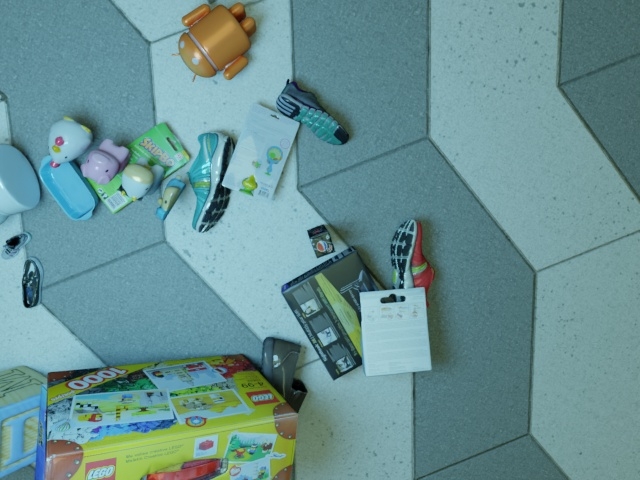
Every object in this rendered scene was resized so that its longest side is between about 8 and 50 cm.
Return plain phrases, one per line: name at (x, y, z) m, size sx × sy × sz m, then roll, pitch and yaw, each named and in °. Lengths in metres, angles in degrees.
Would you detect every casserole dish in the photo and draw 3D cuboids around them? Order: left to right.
casserole dish at (-0.663, -0.142, 1.224) m, size 0.114 × 0.037 × 0.188 m, roll -28°, pitch 101°, yaw 23°

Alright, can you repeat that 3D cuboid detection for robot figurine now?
robot figurine at (-0.265, -0.502, 1.171) m, size 0.219 × 0.128 × 0.158 m, roll -37°, pitch 137°, yaw 1°

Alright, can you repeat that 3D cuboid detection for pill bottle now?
pill bottle at (-0.921, -0.107, 1.140) m, size 0.362 × 0.204 × 0.204 m, roll -17°, pitch 99°, yaw -3°

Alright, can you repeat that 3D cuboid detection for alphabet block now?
alphabet block at (-0.816, 0.466, 1.204) m, size 0.197 × 0.193 × 0.192 m, roll 13°, pitch 98°, yaw 27°

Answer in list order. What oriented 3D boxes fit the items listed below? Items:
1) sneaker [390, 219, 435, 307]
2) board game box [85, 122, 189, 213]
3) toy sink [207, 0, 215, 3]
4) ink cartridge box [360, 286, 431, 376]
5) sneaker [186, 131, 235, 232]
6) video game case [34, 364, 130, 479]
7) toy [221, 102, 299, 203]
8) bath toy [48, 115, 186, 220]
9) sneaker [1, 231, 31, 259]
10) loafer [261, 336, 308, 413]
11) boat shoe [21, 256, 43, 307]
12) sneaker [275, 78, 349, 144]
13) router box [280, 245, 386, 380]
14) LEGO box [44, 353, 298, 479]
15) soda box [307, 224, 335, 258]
sneaker at (0.273, 0.073, 1.328) m, size 0.119 × 0.107 × 0.278 m, roll -5°, pitch 105°, yaw -19°
board game box at (-0.491, -0.196, 1.246) m, size 0.260 × 0.039 × 0.124 m, roll -34°, pitch 100°, yaw 4°
toy sink at (-0.231, -0.728, 1.129) m, size 0.234 × 0.153 × 0.131 m, roll -37°, pitch 99°, yaw 3°
ink cartridge box at (0.205, 0.253, 1.285) m, size 0.189 × 0.066 × 0.232 m, roll -4°, pitch 84°, yaw -5°
sneaker at (-0.306, -0.157, 1.249) m, size 0.110 × 0.107 × 0.275 m, roll 13°, pitch 93°, yaw 13°
video game case at (-0.625, 0.495, 1.250) m, size 0.061 × 0.244 × 0.269 m, roll 14°, pitch 99°, yaw 38°
toy at (-0.163, -0.233, 1.250) m, size 0.137 × 0.056 × 0.237 m, roll 21°, pitch 84°, yaw -15°
bath toy at (-0.521, -0.179, 1.152) m, size 0.349 × 0.151 × 0.128 m, roll 28°, pitch 80°, yaw -6°
sneaker at (-0.831, 0.017, 1.233) m, size 0.038 × 0.069 × 0.098 m, roll 43°, pitch 93°, yaw -9°
loafer at (-0.100, 0.459, 1.323) m, size 0.130 × 0.134 × 0.365 m, roll -2°, pitch 99°, yaw -4°
boat shoe at (-0.794, 0.117, 1.265) m, size 0.049 × 0.040 × 0.142 m, roll 1°, pitch 99°, yaw -5°
sneaker at (-0.007, -0.350, 1.243) m, size 0.224 × 0.083 × 0.098 m, roll 29°, pitch 60°, yaw -23°
router box at (0.065, 0.209, 1.326) m, size 0.243 × 0.081 × 0.308 m, roll -29°, pitch 100°, yaw 0°
LEGO box at (-0.366, 0.447, 1.094) m, size 0.501 × 0.373 × 0.192 m, roll 2°, pitch 99°, yaw -31°
soda box at (0.000, 0.000, 1.245) m, size 0.053 × 0.169 × 0.060 m, roll -19°, pitch 99°, yaw -1°
